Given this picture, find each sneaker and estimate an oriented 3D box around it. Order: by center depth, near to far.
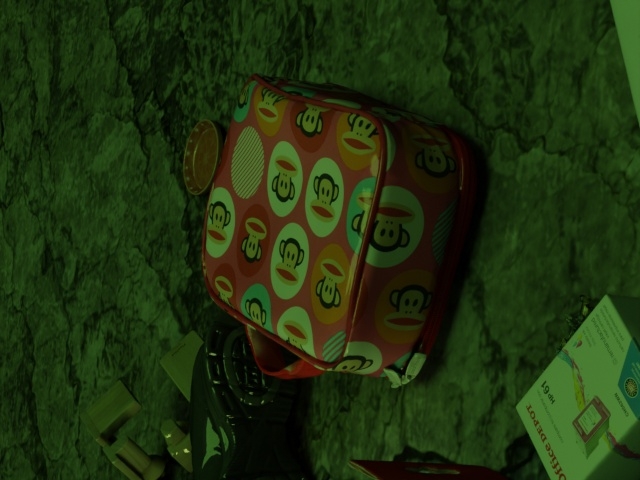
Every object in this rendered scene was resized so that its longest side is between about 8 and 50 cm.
[{"bbox_3d":[-0.073,0.215,1.429,0.130,0.109,0.286,139,134,-63],"label":"sneaker"}]

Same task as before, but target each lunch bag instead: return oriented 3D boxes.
[{"bbox_3d":[0.000,0.000,1.322,0.293,0.120,0.258,30,109,57],"label":"lunch bag"}]

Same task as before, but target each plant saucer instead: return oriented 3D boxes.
[{"bbox_3d":[-0.126,-0.090,1.659,0.083,0.013,0.083,-23,63,55],"label":"plant saucer"}]

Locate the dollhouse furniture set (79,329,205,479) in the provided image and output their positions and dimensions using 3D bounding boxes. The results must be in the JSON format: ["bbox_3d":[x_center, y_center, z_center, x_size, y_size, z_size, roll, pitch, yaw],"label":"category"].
[{"bbox_3d":[-0.138,0.199,1.597,0.151,0.123,0.144,-43,35,-4],"label":"dollhouse furniture set"}]

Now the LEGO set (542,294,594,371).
[{"bbox_3d":[0.182,0.074,1.084,0.083,0.023,0.054,111,175,-70],"label":"LEGO set"}]

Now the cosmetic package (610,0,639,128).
[{"bbox_3d":[0.288,-0.082,0.753,0.161,0.230,0.453,-40,49,49],"label":"cosmetic package"}]

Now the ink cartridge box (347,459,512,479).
[{"bbox_3d":[0.119,0.225,1.054,0.231,0.134,0.078,25,105,59],"label":"ink cartridge box"}]

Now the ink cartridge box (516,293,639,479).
[{"bbox_3d":[0.196,0.111,1.032,0.122,0.052,0.088,-59,37,35],"label":"ink cartridge box"}]
